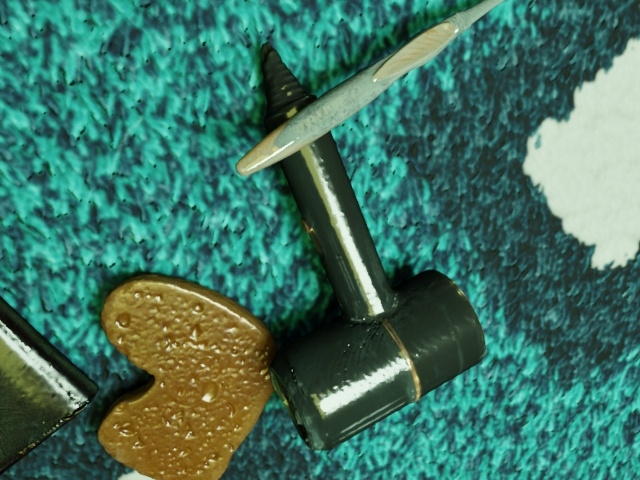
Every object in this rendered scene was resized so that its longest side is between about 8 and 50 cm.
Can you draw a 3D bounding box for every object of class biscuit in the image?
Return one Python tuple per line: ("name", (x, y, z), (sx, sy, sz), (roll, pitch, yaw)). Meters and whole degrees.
("biscuit", (-0.141, 0.134, 0.619), (0.186, 0.036, 0.192), (29, 95, -22))

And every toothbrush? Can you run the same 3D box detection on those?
("toothbrush", (0.082, -0.161, 0.556), (0.375, 0.037, 0.028), (-36, 95, -12))

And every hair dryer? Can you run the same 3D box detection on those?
("hair dryer", (0.000, 0.000, 0.585), (0.189, 0.107, 0.352), (-27, 101, -16))

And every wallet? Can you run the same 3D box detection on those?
("wallet", (-0.360, 0.075, 0.545), (0.172, 0.045, 0.318), (-37, 110, -2))
